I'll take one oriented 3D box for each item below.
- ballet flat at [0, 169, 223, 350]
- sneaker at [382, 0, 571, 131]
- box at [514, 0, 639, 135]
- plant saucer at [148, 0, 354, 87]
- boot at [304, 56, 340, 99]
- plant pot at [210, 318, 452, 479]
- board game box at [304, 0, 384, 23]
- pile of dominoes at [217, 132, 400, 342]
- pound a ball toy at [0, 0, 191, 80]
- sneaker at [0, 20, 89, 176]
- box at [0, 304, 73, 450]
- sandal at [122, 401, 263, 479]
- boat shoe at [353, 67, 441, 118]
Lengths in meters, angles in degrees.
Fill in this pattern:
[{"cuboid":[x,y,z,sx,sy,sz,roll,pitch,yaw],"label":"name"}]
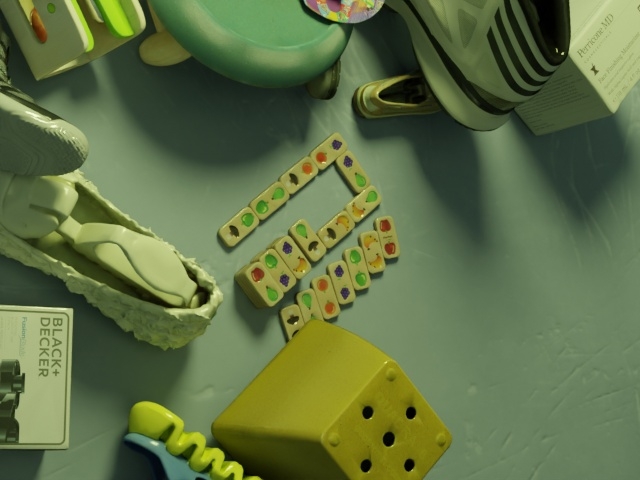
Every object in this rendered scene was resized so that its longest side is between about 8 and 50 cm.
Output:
[{"cuboid":[-0.280,-0.016,1.648,0.409,0.147,0.147,34,68,-20],"label":"ballet flat"},{"cuboid":[0.184,-0.388,1.846,0.169,0.257,0.447,-30,84,-40],"label":"sneaker"},{"cuboid":[0.377,-0.264,2.015,0.119,0.182,0.181,48,64,-16],"label":"box"},{"cuboid":[-0.081,-0.346,1.764,0.318,0.044,0.317,12,67,-29],"label":"plant saucer"},{"cuboid":[-0.075,-0.292,1.835,0.161,0.083,0.246,-10,80,-27],"label":"boot"},{"cuboid":[0.033,0.242,1.742,0.212,0.187,0.212,-46,110,-25],"label":"plant pot"},{"cuboid":[0.023,-0.361,1.788,0.133,0.033,0.168,-16,81,-36],"label":"board game box"},{"cuboid":[0.000,0.000,1.852,0.251,0.040,0.196,-42,103,-26],"label":"pile of dominoes"},{"cuboid":[-0.311,-0.329,1.694,0.208,0.136,0.319,-35,101,-54],"label":"pound a ball toy"},{"cuboid":[-0.367,-0.175,1.590,0.269,0.101,0.153,19,50,9],"label":"sneaker"},{"cuboid":[-0.429,0.151,1.567,0.290,0.087,0.169,6,80,-28],"label":"box"},{"cuboid":[-0.126,0.334,1.687,0.317,0.126,0.138,35,71,-4],"label":"sandal"},{"cuboid":[0.141,-0.208,1.939,0.190,0.072,0.068,-20,93,-29],"label":"boat shoe"}]
